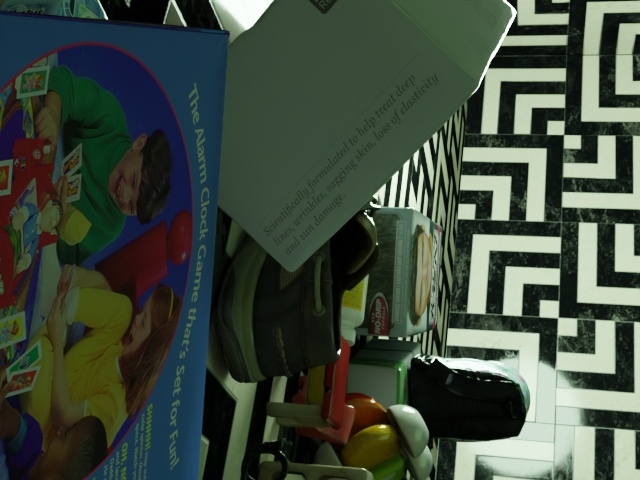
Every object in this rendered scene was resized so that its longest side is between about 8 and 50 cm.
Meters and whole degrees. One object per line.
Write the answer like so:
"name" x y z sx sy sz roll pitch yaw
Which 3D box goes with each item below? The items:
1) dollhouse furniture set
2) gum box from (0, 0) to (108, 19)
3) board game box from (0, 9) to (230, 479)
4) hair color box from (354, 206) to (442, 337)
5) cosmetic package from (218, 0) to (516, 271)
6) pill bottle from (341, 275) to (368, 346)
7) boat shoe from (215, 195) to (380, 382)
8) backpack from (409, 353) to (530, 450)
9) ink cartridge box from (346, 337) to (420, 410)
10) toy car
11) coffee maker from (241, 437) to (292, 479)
"dollhouse furniture set" 0.022 0.307 1.056 0.201 0.152 0.374 61 34 -65
"gum box" -0.150 -0.034 0.528 0.157 0.041 0.184 73 23 -53
"board game box" -0.135 0.078 0.404 0.233 0.078 0.347 -24 122 -67
"hair color box" 0.117 0.054 1.494 0.374 0.113 0.186 13 80 -75
"cosmetic package" 0.036 -0.153 0.829 0.217 0.156 0.385 -45 -175 27
"pill bottle" 0.028 0.077 1.230 0.065 0.065 0.116 62 33 -64
"boat shoe" 0.000 0.000 0.963 0.132 0.130 0.355 78 20 -47
"backpack" 0.232 0.243 1.453 0.115 0.181 0.152 -41 131 -71
"ink cartridge box" 0.101 0.255 1.502 0.219 0.092 0.160 -21 112 -74
"toy car" 0.060 0.282 1.291 0.136 0.159 0.182 56 -12 38
"coffee maker" -0.073 0.252 0.788 0.178 0.120 0.171 59 11 -68
